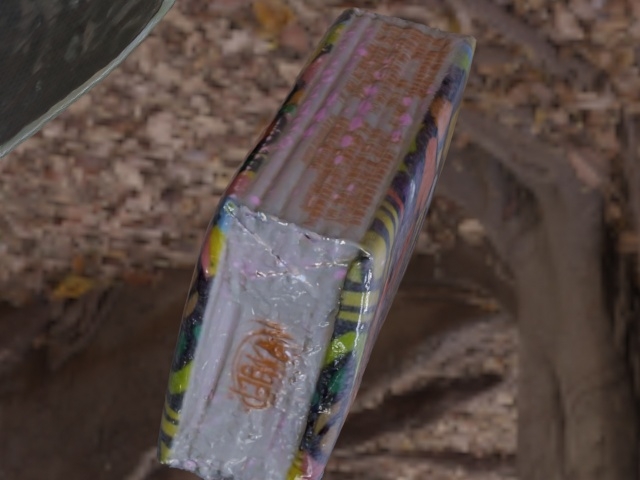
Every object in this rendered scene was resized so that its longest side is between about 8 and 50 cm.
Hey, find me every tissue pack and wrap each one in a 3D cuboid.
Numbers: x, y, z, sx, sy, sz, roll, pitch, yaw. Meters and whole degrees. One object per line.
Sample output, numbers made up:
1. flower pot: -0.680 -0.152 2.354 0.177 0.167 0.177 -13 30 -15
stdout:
1. tissue pack: 0.000 0.000 0.533 0.060 0.148 0.108 19 126 7

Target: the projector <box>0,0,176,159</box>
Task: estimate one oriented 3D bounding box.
1. projector: -0.197 -0.154 0.531 0.249 0.248 0.248 44 154 10
